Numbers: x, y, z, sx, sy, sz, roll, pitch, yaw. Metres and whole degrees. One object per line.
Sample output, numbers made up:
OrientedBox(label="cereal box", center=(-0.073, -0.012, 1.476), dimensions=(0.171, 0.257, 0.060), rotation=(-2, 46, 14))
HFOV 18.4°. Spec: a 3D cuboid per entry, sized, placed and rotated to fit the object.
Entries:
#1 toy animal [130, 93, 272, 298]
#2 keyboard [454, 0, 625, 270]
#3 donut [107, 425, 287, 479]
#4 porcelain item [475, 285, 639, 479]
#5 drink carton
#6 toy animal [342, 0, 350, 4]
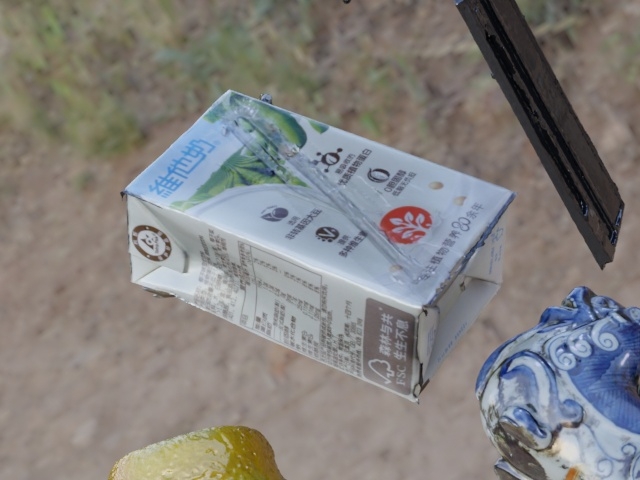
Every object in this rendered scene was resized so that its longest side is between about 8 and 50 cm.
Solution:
OrientedBox(label="toy animal", center=(-0.128, -0.052, 2.395), dimensions=(0.243, 0.087, 0.260), rotation=(-60, 3, -20))
OrientedBox(label="keyboard", center=(0.161, -0.096, 1.425), dimensions=(0.017, 0.250, 0.087), rotation=(-17, 32, 28))
OrientedBox(label="donut", center=(-0.118, 0.221, 1.829), dimensions=(0.174, 0.075, 0.190), rotation=(-18, -10, 4))
OrientedBox(label="porcelain item", center=(0.276, 0.174, 1.730), dimensions=(0.186, 0.288, 0.138), rotation=(-43, -25, -27))
OrientedBox(label="drink carton", center=(0.001, 0.000, 1.859), dimensions=(0.324, 0.132, 0.194), rotation=(22, 44, 22))
OrientedBox(label="toy animal", center=(0.030, -0.347, 1.834), dimensions=(0.165, 0.187, 0.235), rotation=(-50, -12, -45))
